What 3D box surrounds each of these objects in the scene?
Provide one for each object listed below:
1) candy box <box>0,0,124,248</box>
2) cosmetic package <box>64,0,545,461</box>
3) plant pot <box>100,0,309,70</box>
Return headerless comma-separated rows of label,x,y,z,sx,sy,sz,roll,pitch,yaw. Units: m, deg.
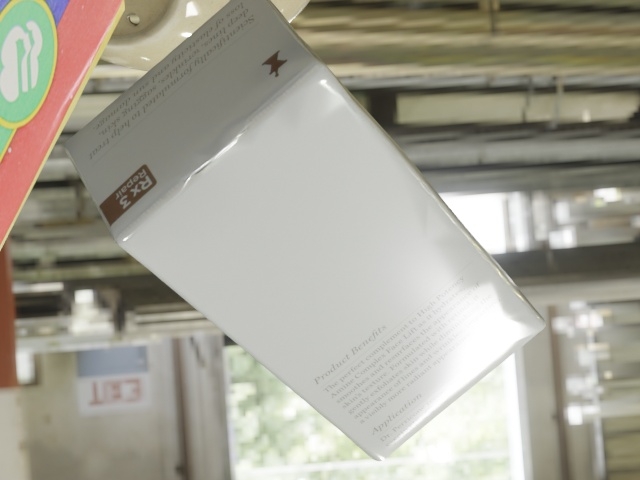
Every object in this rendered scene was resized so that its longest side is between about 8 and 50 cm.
candy box,-0.243,-0.012,0.342,0.317,0.268,0.122,12,153,22
cosmetic package,0.000,0.000,0.721,0.117,0.085,0.231,-40,133,4
plant pot,-0.147,-0.257,1.282,0.284,0.284,0.191,-5,-155,19
